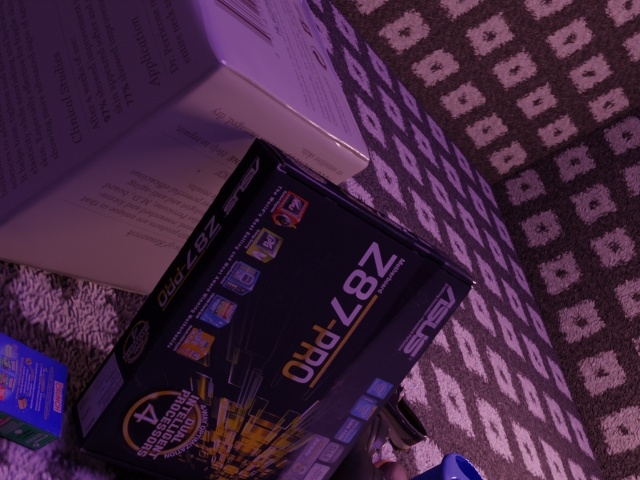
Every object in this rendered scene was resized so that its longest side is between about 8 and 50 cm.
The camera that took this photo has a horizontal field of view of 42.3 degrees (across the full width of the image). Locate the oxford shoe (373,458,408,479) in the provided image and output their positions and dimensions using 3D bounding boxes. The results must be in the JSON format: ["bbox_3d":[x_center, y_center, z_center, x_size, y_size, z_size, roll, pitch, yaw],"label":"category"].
[{"bbox_3d":[0.126,0.488,1.329,0.130,0.133,0.363,57,24,-22],"label":"oxford shoe"}]

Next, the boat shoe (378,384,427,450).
[{"bbox_3d":[0.141,0.315,1.670,0.223,0.073,0.080,60,21,-3],"label":"boat shoe"}]

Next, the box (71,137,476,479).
[{"bbox_3d":[-0.052,0.123,0.980,0.318,0.395,0.097,30,10,-34],"label":"box"}]

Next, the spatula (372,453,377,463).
[{"bbox_3d":[0.050,0.394,1.456,0.242,0.019,0.168,-2,66,-62],"label":"spatula"}]

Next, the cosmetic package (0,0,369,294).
[{"bbox_3d":[-0.217,-0.179,1.045,0.327,0.394,0.329,23,43,-57],"label":"cosmetic package"}]

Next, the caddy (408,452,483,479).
[{"bbox_3d":[0.283,0.566,1.538,0.341,0.179,0.241,59,21,-5],"label":"caddy"}]

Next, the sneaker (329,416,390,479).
[{"bbox_3d":[0.033,0.345,1.349,0.130,0.109,0.286,48,15,-9],"label":"sneaker"}]

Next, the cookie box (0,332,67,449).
[{"bbox_3d":[-0.324,0.158,0.874,0.107,0.040,0.091,41,29,-40],"label":"cookie box"}]
